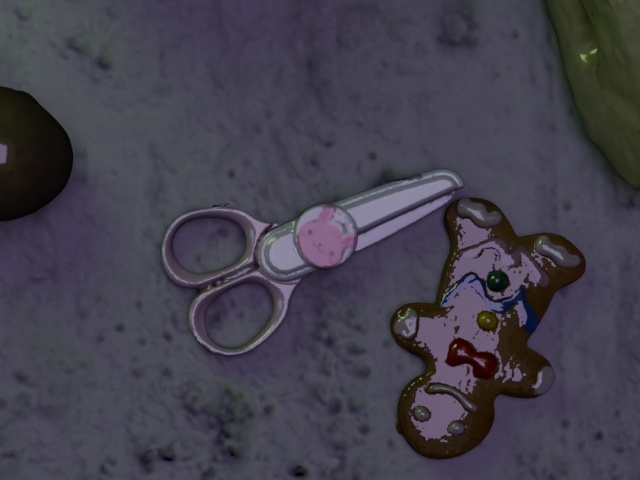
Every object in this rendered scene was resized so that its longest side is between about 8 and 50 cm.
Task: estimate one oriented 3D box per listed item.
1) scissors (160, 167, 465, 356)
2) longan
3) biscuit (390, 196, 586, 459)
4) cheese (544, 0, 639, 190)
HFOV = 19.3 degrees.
[{"bbox_3d":[0.000,0.000,1.460,0.242,0.030,0.118,-22,91,-7],"label":"scissors"},{"bbox_3d":[-0.236,-0.069,1.402,0.106,0.106,0.119,28,41,-6],"label":"longan"},{"bbox_3d":[0.125,0.077,1.476,0.138,0.031,0.205,26,84,-6],"label":"biscuit"},{"bbox_3d":[0.302,-0.162,1.451,0.251,0.173,0.248,-4,85,-14],"label":"cheese"}]
